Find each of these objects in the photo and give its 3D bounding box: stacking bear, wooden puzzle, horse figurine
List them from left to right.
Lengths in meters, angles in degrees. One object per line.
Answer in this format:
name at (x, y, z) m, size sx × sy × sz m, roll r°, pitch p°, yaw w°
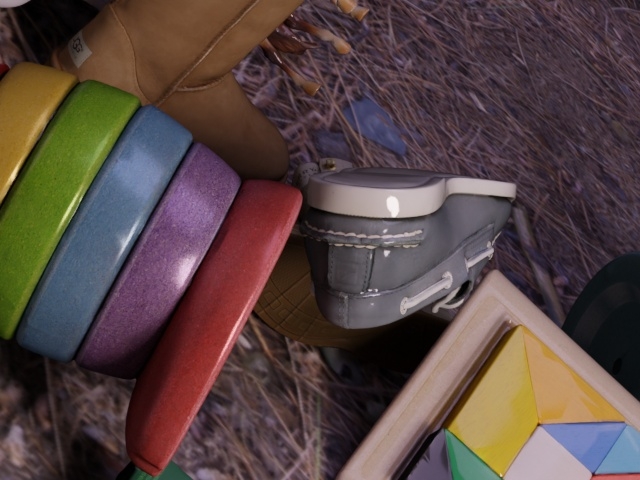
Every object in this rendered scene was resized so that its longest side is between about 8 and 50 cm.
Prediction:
stacking bear at (-0.172, -0.025, 1.058) m, size 0.289 × 0.164 × 0.175 m, roll 28°, pitch 16°, yaw -4°
horse figurine at (-0.041, -0.220, 1.595) m, size 0.174 × 0.066 × 0.263 m, roll 43°, pitch -18°, yaw 6°
wooden puzzle at (0.147, 0.161, 1.308) m, size 0.221 × 0.044 × 0.238 m, roll 42°, pitch 54°, yaw -5°

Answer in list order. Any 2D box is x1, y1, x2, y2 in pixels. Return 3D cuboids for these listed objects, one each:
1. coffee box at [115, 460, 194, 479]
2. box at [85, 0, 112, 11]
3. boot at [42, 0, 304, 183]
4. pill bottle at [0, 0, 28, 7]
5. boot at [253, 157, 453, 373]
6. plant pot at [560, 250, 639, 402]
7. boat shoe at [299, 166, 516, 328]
coffee box at (-0.051, 0.205, 1.039) m, size 0.184 × 0.040 × 0.113 m, roll 42°, pitch 24°, yaw -5°
box at (-0.142, -0.234, 1.432) m, size 0.103 × 0.114 × 0.203 m, roll 50°, pitch 6°, yaw 10°
boot at (-0.037, -0.159, 1.356) m, size 0.236 × 0.269 × 0.089 m, roll 20°, pitch 34°, yaw -43°
pill bottle at (-0.214, -0.220, 1.281) m, size 0.108 × 0.180 × 0.108 m, roll 36°, pitch 25°, yaw -20°
boot at (0.000, 0.000, 1.406) m, size 0.213 × 0.077 × 0.165 m, roll 26°, pitch 29°, yaw -39°
plant pot at (0.328, 0.129, 1.518) m, size 0.255 × 0.271 × 0.271 m, roll 20°, pitch 31°, yaw -18°
boat shoe at (0.061, 0.001, 1.327) m, size 0.116 × 0.099 × 0.319 m, roll 5°, pitch 4°, yaw 16°
